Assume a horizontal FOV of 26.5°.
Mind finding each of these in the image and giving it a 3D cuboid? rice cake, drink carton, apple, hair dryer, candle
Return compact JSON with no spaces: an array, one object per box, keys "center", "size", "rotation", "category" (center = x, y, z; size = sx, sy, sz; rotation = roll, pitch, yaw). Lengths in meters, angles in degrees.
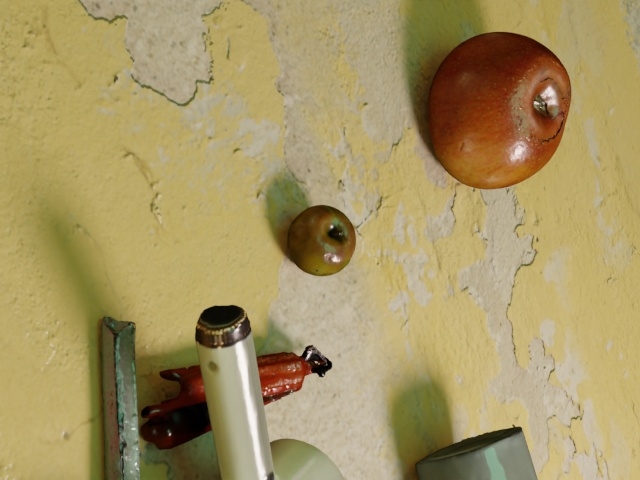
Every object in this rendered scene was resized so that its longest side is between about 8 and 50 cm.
[{"center":[-0.212,0.183,1.438],"size":[0.033,0.033,0.207],"rotation":[6,78,-50],"category":"rice cake"},{"center":[0.218,0.361,1.795],"size":[0.185,0.191,0.189],"rotation":[-17,86,-46],"category":"drink carton"},{"center":[0.000,0.000,1.684],"size":[0.090,0.074,0.089],"rotation":[13,72,-45],"category":"apple"},{"center":[0.261,-0.187,1.943],"size":[0.210,0.173,0.234],"rotation":[20,69,-45],"category":"apple"},{"center":[-0.081,0.214,1.447],"size":[0.203,0.128,0.362],"rotation":[-39,129,-49],"category":"hair dryer"},{"center":[-0.088,0.172,1.565],"size":[0.302,0.059,0.084],"rotation":[-9,102,-47],"category":"candle"}]
